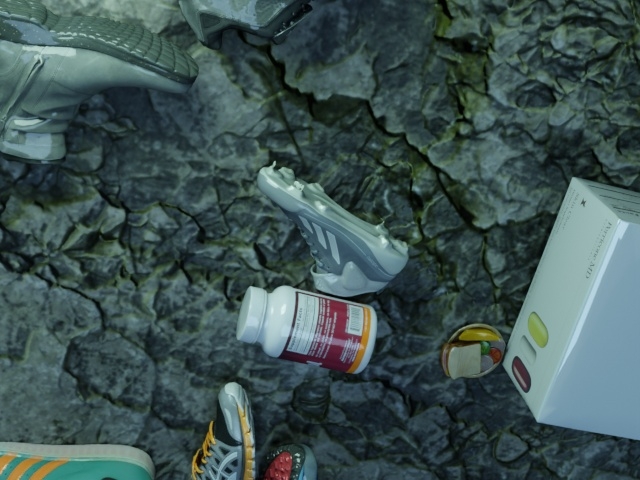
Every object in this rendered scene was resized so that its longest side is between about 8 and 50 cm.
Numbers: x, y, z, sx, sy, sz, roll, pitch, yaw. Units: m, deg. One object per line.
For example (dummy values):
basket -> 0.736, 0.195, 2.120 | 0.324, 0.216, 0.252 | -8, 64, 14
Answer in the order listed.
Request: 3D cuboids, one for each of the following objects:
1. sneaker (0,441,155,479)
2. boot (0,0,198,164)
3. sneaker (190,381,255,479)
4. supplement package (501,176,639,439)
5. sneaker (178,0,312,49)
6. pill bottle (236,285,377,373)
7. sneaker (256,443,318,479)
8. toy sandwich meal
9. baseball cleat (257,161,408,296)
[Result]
sneaker -> -0.350, 0.314, 1.153 | 0.302, 0.121, 0.108 | -4, 112, -6
boot -> -0.260, -0.151, 1.007 | 0.247, 0.083, 0.161 | 14, 117, -8
sneaker -> -0.120, 0.273, 1.193 | 0.083, 0.084, 0.214 | 1, 113, -3
supplement package -> 0.367, 0.087, 1.150 | 0.204, 0.145, 0.261 | 12, 110, -13
sneaker -> -0.035, -0.259, 0.989 | 0.234, 0.078, 0.106 | -17, 117, 3
pill bottle -> -0.017, 0.101, 1.132 | 0.152, 0.086, 0.086 | 14, 110, -13
sneaker -> -0.011, 0.364, 1.252 | 0.125, 0.104, 0.261 | -10, 119, -23
toy sandwich meal -> 0.192, 0.142, 1.209 | 0.086, 0.029, 0.085 | -3, 113, -7
baseball cleat -> 0.000, 0.000, 1.102 | 0.206, 0.072, 0.109 | 31, 111, -15
